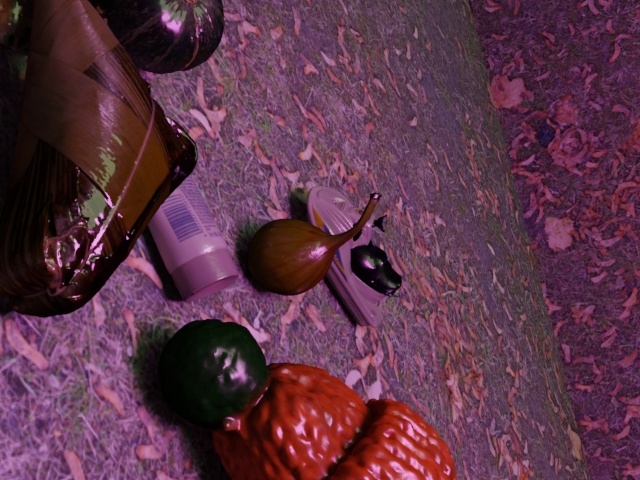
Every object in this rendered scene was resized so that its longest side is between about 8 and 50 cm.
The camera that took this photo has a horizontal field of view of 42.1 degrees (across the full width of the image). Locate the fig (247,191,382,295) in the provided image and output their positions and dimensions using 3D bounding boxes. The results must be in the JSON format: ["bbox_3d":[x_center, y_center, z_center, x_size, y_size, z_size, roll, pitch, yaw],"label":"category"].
[{"bbox_3d":[0.000,0.000,1.256,0.124,0.236,0.124,50,24,-32],"label":"fig"}]

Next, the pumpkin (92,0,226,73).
[{"bbox_3d":[-0.223,-0.319,1.148,0.190,0.146,0.190,37,44,-48],"label":"pumpkin"}]

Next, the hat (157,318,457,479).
[{"bbox_3d":[-0.041,0.264,1.078,0.400,0.285,0.285,42,29,2],"label":"hat"}]

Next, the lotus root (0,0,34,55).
[{"bbox_3d":[-0.364,-0.301,0.944,0.113,0.088,0.192,-1,73,-55],"label":"lotus root"}]

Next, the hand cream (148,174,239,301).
[{"bbox_3d":[-0.198,-0.043,1.109,0.133,0.083,0.248,-3,65,-62],"label":"hand cream"}]

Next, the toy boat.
[{"bbox_3d":[0.065,0.021,1.481,0.141,0.140,0.269,-68,146,-52],"label":"toy boat"}]

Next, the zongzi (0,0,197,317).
[{"bbox_3d":[-0.284,-0.116,0.867,0.289,0.154,0.317,-69,141,-52],"label":"zongzi"}]
